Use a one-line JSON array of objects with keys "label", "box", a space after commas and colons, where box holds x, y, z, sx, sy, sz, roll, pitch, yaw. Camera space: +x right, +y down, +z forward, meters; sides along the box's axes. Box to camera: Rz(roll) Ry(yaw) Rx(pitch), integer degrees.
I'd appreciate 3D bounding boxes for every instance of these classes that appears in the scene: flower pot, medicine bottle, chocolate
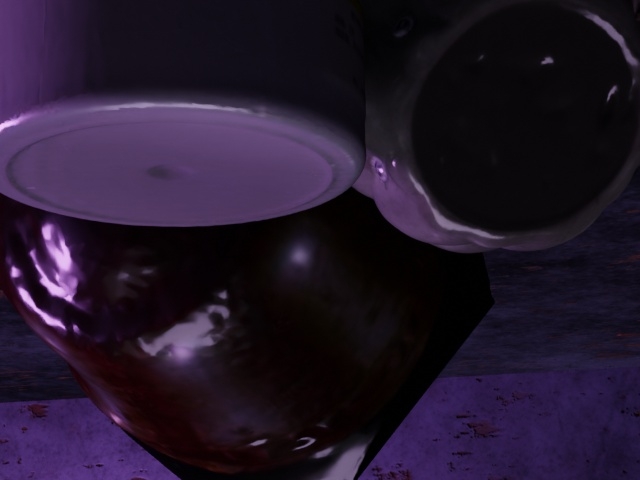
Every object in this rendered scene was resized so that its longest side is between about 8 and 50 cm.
[{"label": "flower pot", "box": [0.117, -0.110, 1.050, 0.246, 0.246, 0.195, 2, -161, -11]}, {"label": "medicine bottle", "box": [-0.090, -0.146, 0.915, 0.238, 0.231, 0.238, -1, 165, 0]}, {"label": "chocolate", "box": [-0.081, -0.017, 1.199, 0.384, 0.383, 0.331, -4, 157, 12]}]

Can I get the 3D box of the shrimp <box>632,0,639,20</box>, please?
[{"label": "shrimp", "box": [0.241, -0.209, 0.936, 0.145, 0.116, 0.343, -32, 151, 16]}]
